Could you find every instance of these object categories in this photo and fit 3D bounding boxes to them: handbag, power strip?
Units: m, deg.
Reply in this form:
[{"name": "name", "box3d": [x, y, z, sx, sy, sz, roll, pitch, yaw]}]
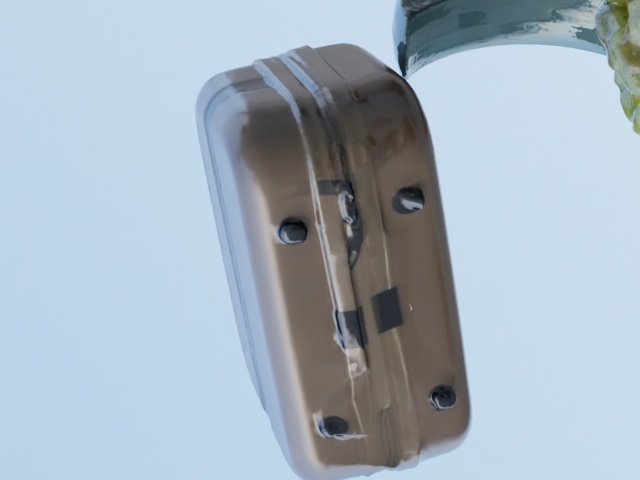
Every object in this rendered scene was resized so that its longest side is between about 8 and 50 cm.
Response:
[{"name": "handbag", "box3d": [0.000, 0.000, 1.188, 0.283, 0.149, 0.302, -118, 14, -62]}, {"name": "power strip", "box3d": [0.155, -0.167, 1.174, 0.167, 0.253, 0.054, -75, -12, -53]}]

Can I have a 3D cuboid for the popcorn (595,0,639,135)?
[{"name": "popcorn", "box3d": [0.230, -0.128, 0.856, 0.173, 0.142, 0.173, -34, -43, -38]}]
